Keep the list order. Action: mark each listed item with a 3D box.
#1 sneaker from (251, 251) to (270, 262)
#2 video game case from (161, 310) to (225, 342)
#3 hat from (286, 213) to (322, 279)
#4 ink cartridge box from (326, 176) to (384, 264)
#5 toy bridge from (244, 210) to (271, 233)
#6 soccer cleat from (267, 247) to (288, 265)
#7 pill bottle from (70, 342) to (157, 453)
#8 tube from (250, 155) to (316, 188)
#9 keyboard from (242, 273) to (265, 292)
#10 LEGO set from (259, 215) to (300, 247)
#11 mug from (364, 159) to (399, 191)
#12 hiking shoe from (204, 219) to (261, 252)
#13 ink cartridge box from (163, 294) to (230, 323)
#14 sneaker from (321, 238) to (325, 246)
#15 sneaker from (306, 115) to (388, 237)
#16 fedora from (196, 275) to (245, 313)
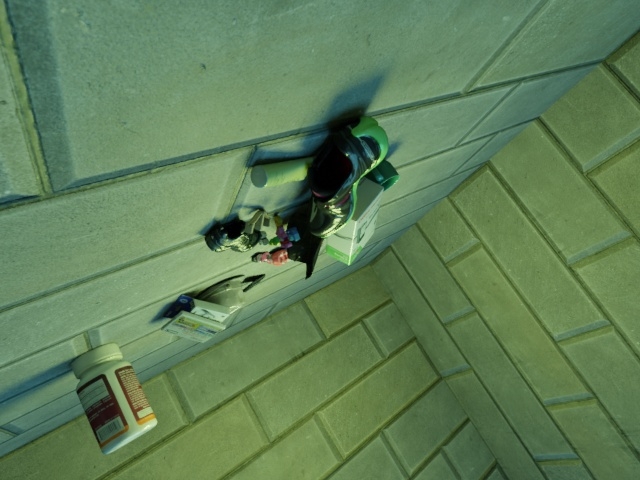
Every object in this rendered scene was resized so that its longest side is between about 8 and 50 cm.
[{"bbox_3d":[-0.266,0.079,1.835,0.057,0.047,0.119,-14,174,22],"label":"sneaker"},{"bbox_3d":[-0.562,0.385,1.824,0.212,0.023,0.193,28,132,-32],"label":"video game case"},{"bbox_3d":[-0.071,-0.016,1.623,0.133,0.332,0.331,13,156,-7],"label":"hat"},{"bbox_3d":[0.128,-0.076,1.602,0.211,0.121,0.289,-50,159,-30],"label":"ink cartridge box"},{"bbox_3d":[-0.203,-0.066,1.369,0.188,0.026,0.063,-37,141,-75],"label":"toy bridge"},{"bbox_3d":[-0.160,0.069,1.984,0.095,0.083,0.248,-6,-173,30],"label":"soccer cleat"},{"bbox_3d":[-0.866,0.647,1.718,0.224,0.392,0.224,-30,167,-8],"label":"pill bottle"},{"bbox_3d":[-0.095,-0.194,1.169,0.070,0.062,0.240,-5,-169,35],"label":"tube"},{"bbox_3d":[-0.352,0.230,2.135,0.108,0.023,0.180,-37,178,18],"label":"keyboard"},{"bbox_3d":[-0.152,-0.037,1.485,0.087,0.093,0.227,-25,-165,-31],"label":"LEGO set"},{"bbox_3d":[0.233,-0.258,1.608,0.129,0.097,0.158,-28,166,-18],"label":"mug"},{"bbox_3d":[-0.263,-0.017,1.360,0.114,0.086,0.226,-37,166,33],"label":"hiking shoe"},{"bbox_3d":[-0.548,0.332,1.814,0.223,0.045,0.223,22,134,-30],"label":"ink cartridge box"},{"bbox_3d":[0.000,0.000,2.090,0.157,0.065,0.061,-29,167,-12],"label":"sneaker"},{"bbox_3d":[0.028,-0.179,1.279,0.202,0.185,0.483,-22,153,-32],"label":"sneaker"},{"bbox_3d":[-0.448,0.282,1.950,0.243,0.124,0.275,-40,165,31],"label":"fedora"}]
